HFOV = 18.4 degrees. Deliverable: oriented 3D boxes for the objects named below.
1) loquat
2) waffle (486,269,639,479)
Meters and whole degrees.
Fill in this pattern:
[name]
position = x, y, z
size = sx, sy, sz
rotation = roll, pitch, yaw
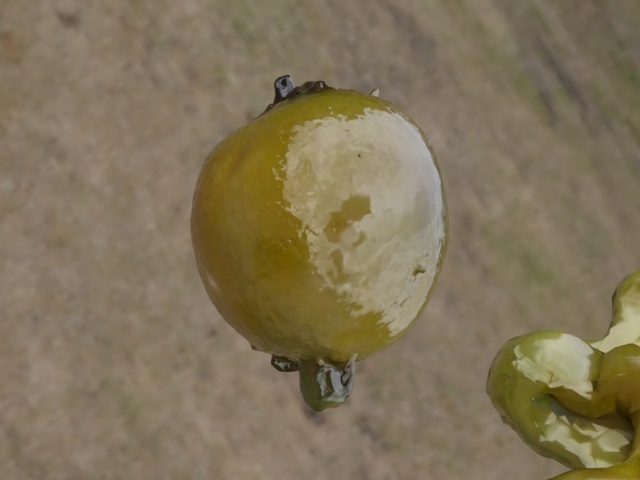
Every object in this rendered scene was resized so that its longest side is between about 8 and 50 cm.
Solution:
[loquat]
position = 0.000, 0.000, 1.179
size = 0.172, 0.149, 0.204
rotation = 18, 73, -74
[waffle]
position = 0.195, 0.095, 0.491
size = 0.060, 0.307, 0.312
rotation = 85, -8, -52
